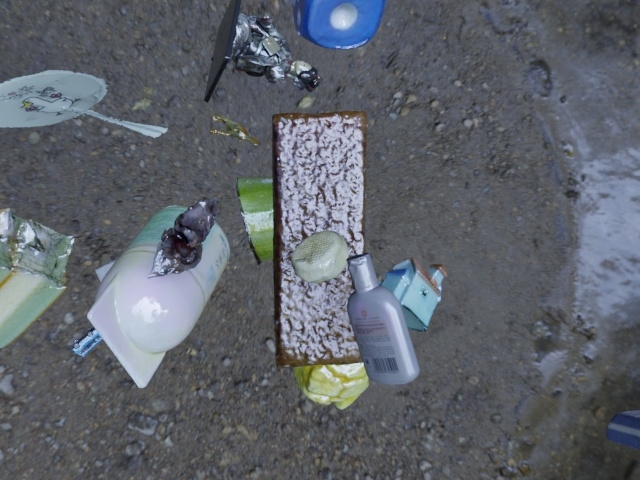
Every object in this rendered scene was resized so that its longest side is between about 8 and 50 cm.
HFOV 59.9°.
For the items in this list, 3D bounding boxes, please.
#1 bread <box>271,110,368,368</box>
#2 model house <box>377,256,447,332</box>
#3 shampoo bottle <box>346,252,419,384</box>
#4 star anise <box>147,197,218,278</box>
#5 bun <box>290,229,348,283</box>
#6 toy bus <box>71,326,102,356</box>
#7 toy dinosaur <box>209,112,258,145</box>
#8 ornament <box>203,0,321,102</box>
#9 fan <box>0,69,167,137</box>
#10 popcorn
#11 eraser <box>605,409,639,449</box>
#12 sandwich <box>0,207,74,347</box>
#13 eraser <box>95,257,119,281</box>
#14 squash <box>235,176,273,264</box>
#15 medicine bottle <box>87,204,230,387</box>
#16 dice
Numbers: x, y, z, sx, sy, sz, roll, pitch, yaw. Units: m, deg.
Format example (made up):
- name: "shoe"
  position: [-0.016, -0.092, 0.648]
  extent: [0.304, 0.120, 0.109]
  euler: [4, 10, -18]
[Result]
- name: "bread"
  position: [0.000, 0.000, 0.925]
  extent: [0.165, 0.113, 0.417]
  euler: [0, 92, 3]
- name: "model house"
  position: [0.197, 0.097, 1.183]
  extent: [0.148, 0.119, 0.149]
  euler: [47, 69, -29]
- name: "shampoo bottle"
  position: [0.070, 0.097, 0.694]
  extent: [0.040, 0.080, 0.165]
  euler: [-22, 97, -43]
- name: "star anise"
  position: [-0.277, 0.004, 1.132]
  extent: [0.089, 0.231, 0.209]
  euler: [29, 131, -20]
- name: "bun"
  position: [0.002, 0.029, 0.788]
  extent: [0.086, 0.086, 0.055]
  euler: [-30, 123, -3]
- name: "toy bus"
  position: [-0.638, 0.276, 1.524]
  extent: [0.083, 0.038, 0.046]
  euler: [-43, 114, -9]
- name: "toy dinosaur"
  position: [-0.218, -0.289, 1.425]
  extent: [0.126, 0.162, 0.039]
  euler: [15, 117, -13]
- name: "ornament"
  position: [-0.080, -0.315, 0.959]
  extent: [0.195, 0.153, 0.167]
  euler: [14, 73, -23]
- name: "fan"
  position: [-0.450, -0.238, 1.013]
  extent: [0.414, 0.012, 0.233]
  euler: [21, 47, 23]
- name: "popcorn"
  position: [0.015, 0.312, 1.637]
  extent: [0.292, 0.334, 0.293]
  euler: [-36, 115, 28]
- name: "eraser"
  position: [0.379, 0.194, 0.524]
  extent: [0.081, 0.225, 0.036]
  euler: [0, 84, -14]
- name: "sandwich"
  position: [-0.569, 0.079, 0.997]
  extent: [0.155, 0.198, 0.228]
  euler: [30, 62, -44]
- name: "eraser"
  position: [-0.566, 0.098, 1.708]
  extent: [0.210, 0.067, 0.125]
  euler: [-31, 102, -46]
- name: "squash"
  position: [-0.108, -0.106, 1.908]
  extent: [0.308, 0.310, 0.311]
  euler: [-15, 94, -2]
- name: "medicine bottle"
  position: [-0.385, 0.119, 1.309]
  extent: [0.235, 0.406, 0.236]
  euler: [6, 126, 8]
- name: "dice"
  position: [0.031, -0.436, 0.982]
  extent: [0.146, 0.143, 0.146]
  euler: [-2, 53, -15]
